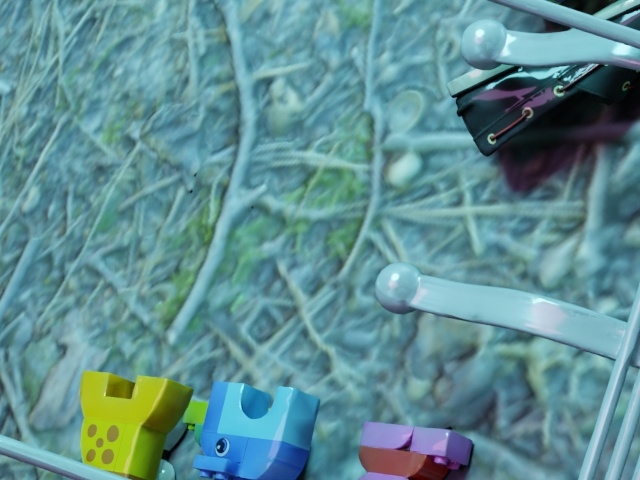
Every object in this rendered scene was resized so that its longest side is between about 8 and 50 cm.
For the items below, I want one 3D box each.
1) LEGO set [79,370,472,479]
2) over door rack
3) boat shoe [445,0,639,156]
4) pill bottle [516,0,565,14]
[{"bbox_3d":[-0.056,0.116,0.591,0.227,0.087,0.093,-1,69,41],"label":"LEGO set"},{"bbox_3d":[0.000,0.000,0.482,0.108,0.324,0.240,153,137,-78],"label":"over door rack"},{"bbox_3d":[0.122,-0.080,0.569,0.133,0.049,0.042,-26,90,17],"label":"boat shoe"},{"bbox_3d":[0.143,-0.174,0.558,0.169,0.094,0.094,-24,56,29],"label":"pill bottle"}]
